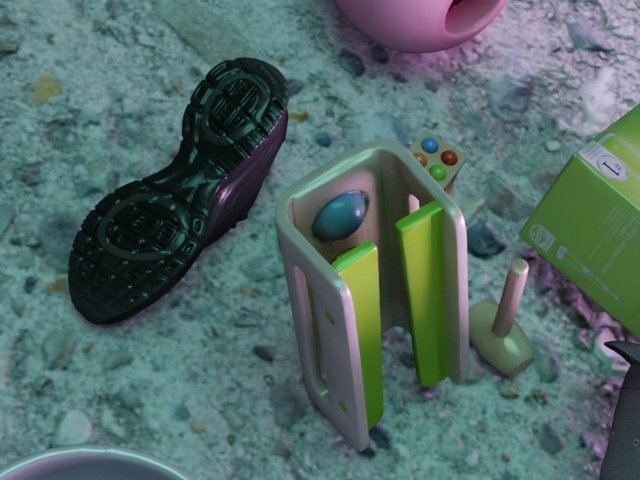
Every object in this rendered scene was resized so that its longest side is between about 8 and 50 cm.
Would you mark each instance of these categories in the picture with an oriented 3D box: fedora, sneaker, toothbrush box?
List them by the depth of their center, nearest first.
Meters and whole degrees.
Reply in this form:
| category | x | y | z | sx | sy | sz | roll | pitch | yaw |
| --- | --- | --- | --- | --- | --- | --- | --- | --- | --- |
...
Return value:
| category | x | y | z | sx | sy | sz | roll | pitch | yaw |
| --- | --- | --- | --- | --- | --- | --- | --- | --- | --- |
| fedora | 0.328 | 0.199 | 1.472 | 0.244 | 0.275 | 0.124 | 37 | 84 | -17 |
| sneaker | -0.118 | -0.031 | 1.568 | 0.109 | 0.130 | 0.286 | 38 | 80 | 19 |
| toothbrush box | 0.368 | 0.008 | 1.617 | 0.283 | 0.122 | 0.206 | 43 | 43 | 13 |

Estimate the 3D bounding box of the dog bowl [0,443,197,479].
| category | x | y | z | sx | sy | sz | roll | pitch | yaw |
| --- | --- | --- | --- | --- | --- | --- | --- | --- | --- |
| dog bowl | -0.185 | 0.302 | 1.345 | 0.265 | 0.104 | 0.264 | 6 | 58 | -9 |

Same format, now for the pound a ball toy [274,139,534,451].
| category | x | y | z | sx | sy | sz | roll | pitch | yaw |
| --- | --- | --- | --- | --- | --- | --- | --- | --- | --- |
| pound a ball toy | 0.073 | 0.038 | 1.473 | 0.208 | 0.319 | 0.135 | -32 | 59 | -15 |

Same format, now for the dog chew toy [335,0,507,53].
| category | x | y | z | sx | sy | sz | roll | pitch | yaw |
| --- | --- | --- | --- | --- | --- | --- | --- | --- | --- |
| dog chew toy | 0.054 | -0.346 | 1.753 | 0.207 | 0.206 | 0.332 | -30 | 61 | -27 |

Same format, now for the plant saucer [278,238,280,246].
| category | x | y | z | sx | sy | sz | roll | pitch | yaw |
| --- | --- | --- | --- | --- | --- | --- | --- | --- | --- |
| plant saucer | 0.000 | 0.000 | 1.629 | 0.084 | 0.013 | 0.083 | 6 | 58 | -10 |

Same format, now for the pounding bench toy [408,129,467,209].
| category | x | y | z | sx | sy | sz | roll | pitch | yaw |
| --- | --- | --- | --- | --- | --- | --- | --- | --- | --- |
| pounding bench toy | 0.097 | -0.056 | 1.655 | 0.052 | 0.065 | 0.083 | 33 | 58 | 8 |
